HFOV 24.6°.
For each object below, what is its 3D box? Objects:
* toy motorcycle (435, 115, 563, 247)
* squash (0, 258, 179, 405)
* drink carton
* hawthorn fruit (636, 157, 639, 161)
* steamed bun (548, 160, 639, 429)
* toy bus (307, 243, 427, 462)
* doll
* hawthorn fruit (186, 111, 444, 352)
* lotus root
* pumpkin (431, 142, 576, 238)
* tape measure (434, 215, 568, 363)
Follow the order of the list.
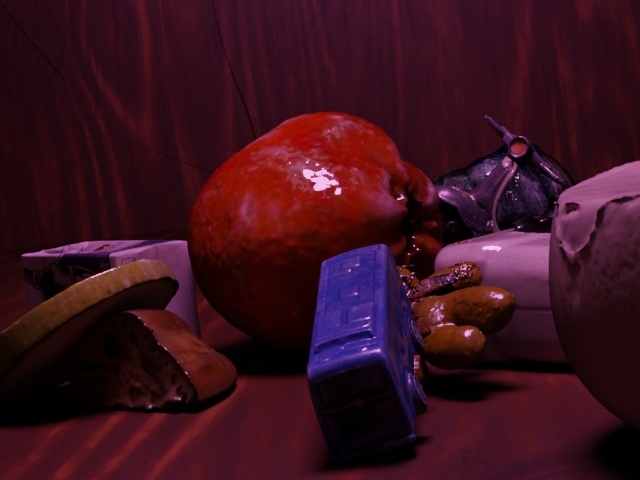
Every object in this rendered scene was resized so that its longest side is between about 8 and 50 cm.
[{"bbox_3d":[0.250,-0.022,1.653,0.263,0.157,0.091,25,7,-3],"label":"toy motorcycle"},{"bbox_3d":[-0.238,0.085,1.459,0.219,0.041,0.219,-33,-11,-8],"label":"squash"},{"bbox_3d":[-0.241,0.071,1.678,0.102,0.134,0.222,-14,9,-38],"label":"drink carton"},{"bbox_3d":[0.456,-0.041,1.863,0.188,0.169,0.169,-13,5,10],"label":"hawthorn fruit"},{"bbox_3d":[0.322,0.027,1.009,0.324,0.206,0.324,-17,5,1],"label":"steamed bun"},{"bbox_3d":[0.032,0.085,1.181,0.079,0.094,0.236,-23,18,12],"label":"toy bus"},{"bbox_3d":[0.084,0.067,1.331,0.097,0.137,0.209,36,-24,-27],"label":"doll"},{"bbox_3d":[0.000,0.000,1.574,0.284,0.284,0.284,-7,6,1],"label":"hawthorn fruit"},{"bbox_3d":[-0.158,0.110,1.420,0.159,0.095,0.135,1,5,21],"label":"lotus root"},{"bbox_3d":[0.212,-0.021,1.820,0.233,0.163,0.233,-24,-5,-2],"label":"pumpkin"},{"bbox_3d":[0.255,0.039,1.430,0.265,0.130,0.258,-1,6,45],"label":"tape measure"}]
